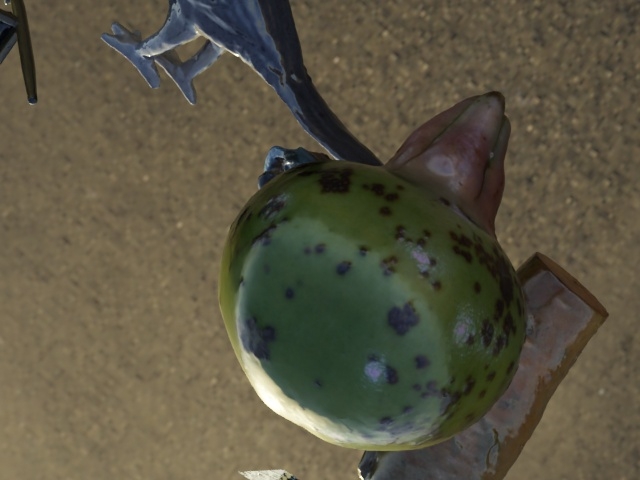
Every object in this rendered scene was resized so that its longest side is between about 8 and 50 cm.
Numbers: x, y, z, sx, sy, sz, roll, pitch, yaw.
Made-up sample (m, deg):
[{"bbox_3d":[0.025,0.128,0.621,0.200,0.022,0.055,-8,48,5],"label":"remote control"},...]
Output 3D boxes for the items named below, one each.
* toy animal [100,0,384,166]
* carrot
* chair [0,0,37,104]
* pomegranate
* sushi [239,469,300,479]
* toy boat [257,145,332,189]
[{"bbox_3d":[-0.083,-0.184,1.117,0.206,0.081,0.367,-26,79,39],"label":"toy animal"},{"bbox_3d":[0.161,0.160,1.380,0.139,0.302,0.138,39,-172,-6],"label":"carrot"},{"bbox_3d":[-0.382,-0.193,1.331,0.188,0.272,0.166,25,124,-32],"label":"chair"},{"bbox_3d":[0.047,0.009,0.892,0.214,0.247,0.214,30,175,3],"label":"pomegranate"},{"bbox_3d":[-0.032,0.324,1.710,0.126,0.026,0.120,36,155,-19],"label":"sushi"},{"bbox_3d":[0.000,0.000,1.294,0.223,0.097,0.100,57,151,35],"label":"toy boat"}]
